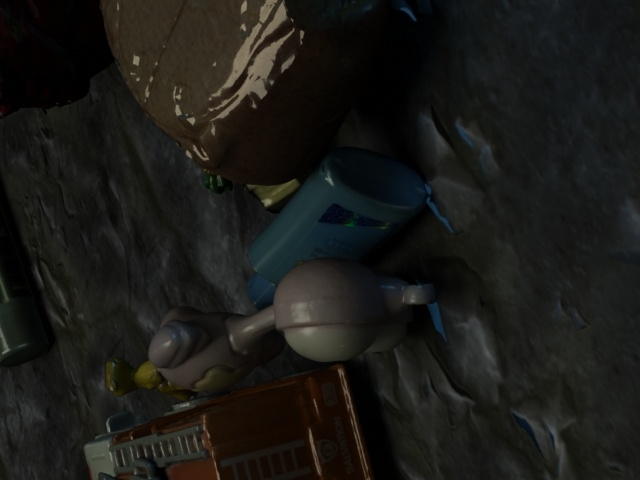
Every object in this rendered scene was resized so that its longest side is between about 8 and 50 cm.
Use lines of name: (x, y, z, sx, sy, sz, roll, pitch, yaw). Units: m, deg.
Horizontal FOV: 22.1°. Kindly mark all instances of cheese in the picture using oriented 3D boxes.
cheese: (-0.088, -0.146, 1.611, 0.050, 0.127, 0.255, -31, 79, 15)

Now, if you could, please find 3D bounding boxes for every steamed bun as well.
steamed bun: (-0.046, -0.207, 1.474, 0.251, 0.199, 0.301, -55, 49, 31)

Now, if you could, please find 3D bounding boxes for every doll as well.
doll: (-0.044, 0.084, 1.542, 0.365, 0.160, 0.094, -15, 75, 38)

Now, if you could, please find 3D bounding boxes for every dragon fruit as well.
dragon fruit: (-0.345, -0.290, 1.821, 0.329, 0.329, 0.329, 26, 122, 52)

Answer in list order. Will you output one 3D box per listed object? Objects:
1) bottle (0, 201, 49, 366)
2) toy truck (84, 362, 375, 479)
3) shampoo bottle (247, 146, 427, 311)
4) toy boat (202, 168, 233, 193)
bottle: (-0.466, 0.037, 2.337, 0.082, 0.082, 0.286, -47, 61, 54)
toy truck: (-0.113, 0.243, 1.714, 0.387, 0.207, 0.173, -22, 81, 59)
shampoo bottle: (0.000, 0.000, 1.557, 0.258, 0.104, 0.061, 133, 151, -54)
toy boat: (-0.122, -0.164, 1.704, 0.088, 0.089, 0.229, -22, 85, 44)
